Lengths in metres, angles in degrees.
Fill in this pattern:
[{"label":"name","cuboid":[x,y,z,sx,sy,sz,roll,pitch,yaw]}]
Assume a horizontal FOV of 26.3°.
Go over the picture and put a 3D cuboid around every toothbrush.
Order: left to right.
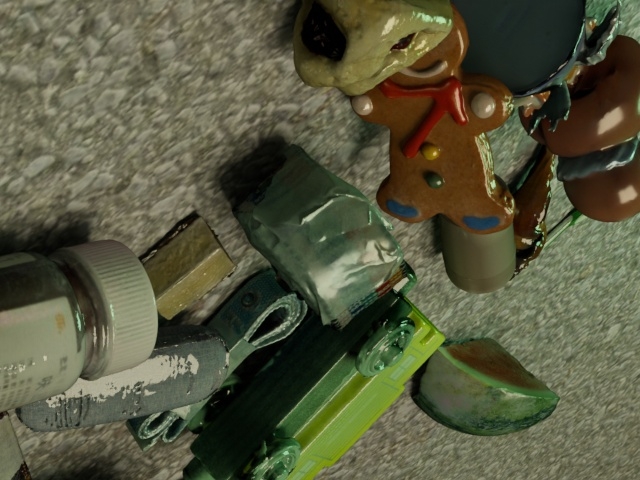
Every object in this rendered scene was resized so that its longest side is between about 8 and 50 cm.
[{"label":"toothbrush","cuboid":[0.434,-0.038,2.297,0.304,0.030,0.030,-41,149,-2]}]

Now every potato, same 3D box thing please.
[{"label":"potato","cuboid":[-0.169,0.037,1.681,0.122,0.061,0.086,-40,151,-2]}]

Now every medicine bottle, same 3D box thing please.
[{"label":"medicine bottle","cuboid":[-0.326,0.096,1.473,0.273,0.165,0.165,-13,138,-38]}]

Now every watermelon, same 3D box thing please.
[{"label":"watermelon","cuboid":[0.272,0.259,2.380,0.256,0.176,0.260,-17,173,43]}]

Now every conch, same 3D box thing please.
[{"label":"conch","cuboid":[0.315,-0.046,2.113,0.080,0.086,0.232,3,125,2]}]

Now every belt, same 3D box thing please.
[{"label":"belt","cuboid":[-0.144,0.164,1.849,0.302,0.072,0.087,-44,143,3]},{"label":"belt","cuboid":[0.000,0.000,1.685,0.150,0.207,0.257,-41,166,-3]}]

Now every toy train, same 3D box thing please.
[{"label":"toy train","cuboid":[-0.005,0.210,1.980,0.442,0.179,0.272,-46,155,4]}]

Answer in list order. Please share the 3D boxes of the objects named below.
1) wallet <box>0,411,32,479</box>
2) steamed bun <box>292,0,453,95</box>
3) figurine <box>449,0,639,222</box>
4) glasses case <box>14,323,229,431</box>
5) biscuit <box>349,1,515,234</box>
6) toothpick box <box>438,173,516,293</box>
[{"label":"wallet","cuboid":[-0.485,0.307,1.660,0.262,0.071,0.221,-32,143,-23]},{"label":"steamed bun","cuboid":[0.041,-0.232,1.517,0.172,0.141,0.155,-4,136,-51]},{"label":"figurine","cuboid":[0.345,-0.211,1.786,0.276,0.248,0.388,-51,150,7]},{"label":"glasses case","cuboid":[-0.247,0.171,1.717,0.282,0.067,0.109,-7,122,-26]},{"label":"biscuit","cuboid":[0.130,-0.150,1.656,0.049,0.205,0.324,-53,145,-50]},{"label":"toothpick box","cuboid":[0.231,-0.011,2.025,0.111,0.111,0.180,-35,147,-13]}]
